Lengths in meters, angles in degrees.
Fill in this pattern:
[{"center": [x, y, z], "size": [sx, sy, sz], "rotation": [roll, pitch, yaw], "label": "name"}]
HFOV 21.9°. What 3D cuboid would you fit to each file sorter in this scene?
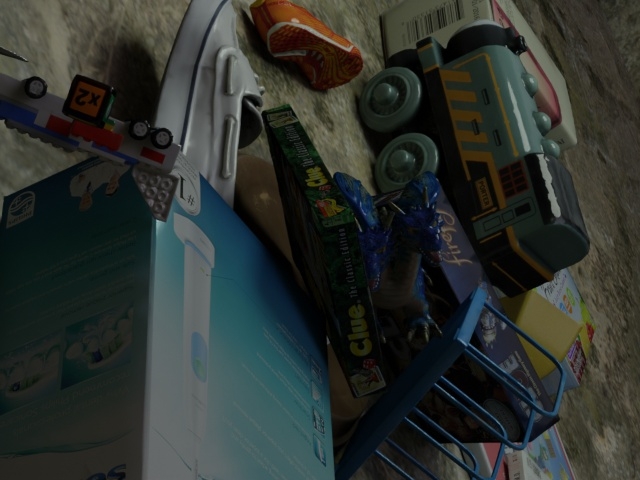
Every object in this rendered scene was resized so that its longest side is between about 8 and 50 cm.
[{"center": [0.108, 0.147, 1.354], "size": [0.104, 0.170, 0.118], "rotation": [38, 23, -2], "label": "file sorter"}]

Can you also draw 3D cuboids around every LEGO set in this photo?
[{"center": [-0.189, -0.080, 0.915], "size": [0.182, 0.244, 0.060], "rotation": [26, 83, -60], "label": "LEGO set"}]

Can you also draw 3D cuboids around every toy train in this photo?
[{"center": [0.162, -0.082, 1.753], "size": [0.142, 0.190, 0.334], "rotation": [39, 33, -51], "label": "toy train"}]

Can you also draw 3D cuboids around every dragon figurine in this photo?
[{"center": [0.053, -0.012, 1.331], "size": [0.289, 0.085, 0.144], "rotation": [-96, -175, -63], "label": "dragon figurine"}]

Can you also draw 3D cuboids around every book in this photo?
[{"center": [0.224, 0.291, 1.647], "size": [0.096, 0.035, 0.144], "rotation": [48, 26, -32], "label": "book"}]

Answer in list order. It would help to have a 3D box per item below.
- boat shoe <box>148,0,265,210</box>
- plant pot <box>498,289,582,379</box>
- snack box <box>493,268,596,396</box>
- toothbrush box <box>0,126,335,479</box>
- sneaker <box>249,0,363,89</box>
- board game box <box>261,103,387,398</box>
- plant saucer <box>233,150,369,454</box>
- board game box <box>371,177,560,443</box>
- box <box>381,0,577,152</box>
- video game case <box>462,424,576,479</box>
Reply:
[{"center": [-0.086, -0.100, 1.279], "size": [0.084, 0.095, 0.258], "rotation": [18, 46, -8], "label": "boat shoe"}, {"center": [0.224, 0.115, 1.823], "size": [0.081, 0.081, 0.083], "rotation": [35, 62, -17], "label": "plant pot"}, {"center": [0.258, 0.075, 1.986], "size": [0.174, 0.070, 0.207], "rotation": [63, 19, -8], "label": "snack box"}, {"center": [-0.092, 0.117, 0.998], "size": [0.216, 0.126, 0.295], "rotation": [50, 25, -41], "label": "toothbrush box"}, {"center": [-0.009, -0.202, 1.655], "size": [0.175, 0.064, 0.067], "rotation": [34, 27, -60], "label": "sneaker"}, {"center": [0.000, 0.000, 1.210], "size": [0.259, 0.030, 0.136], "rotation": [-117, -168, -67], "label": "board game box"}, {"center": [-0.031, 0.043, 1.359], "size": [0.278, 0.041, 0.278], "rotation": [52, 24, -34], "label": "plant saucer"}, {"center": [0.103, 0.070, 1.498], "size": [0.042, 0.165, 0.243], "rotation": [-32, 99, -28], "label": "board game box"}, {"center": [0.196, -0.198, 2.026], "size": [0.232, 0.149, 0.127], "rotation": [47, 28, -40], "label": "box"}, {"center": [0.225, 0.268, 1.756], "size": [0.285, 0.025, 0.204], "rotation": [14, 54, -65], "label": "video game case"}]
